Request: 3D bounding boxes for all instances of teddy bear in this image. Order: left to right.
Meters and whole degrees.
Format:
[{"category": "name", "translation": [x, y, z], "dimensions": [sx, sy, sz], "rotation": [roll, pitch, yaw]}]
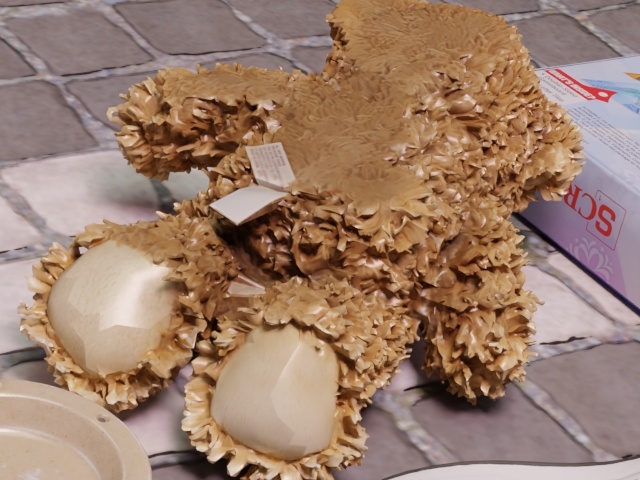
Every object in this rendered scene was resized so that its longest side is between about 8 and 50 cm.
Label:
[{"category": "teddy bear", "translation": [0.000, 0.000, 0.929], "dimensions": [0.245, 0.113, 0.338], "rotation": [9, 37, 7]}]

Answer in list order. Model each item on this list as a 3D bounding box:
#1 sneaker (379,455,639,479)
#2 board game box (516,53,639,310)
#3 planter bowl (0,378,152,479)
[{"category": "sneaker", "translation": [0.102, 0.141, 0.610], "dimensions": [0.295, 0.124, 0.178], "rotation": [-19, 27, 33]}, {"category": "board game box", "translation": [0.299, -0.013, 1.079], "dimensions": [0.318, 0.066, 0.319], "rotation": [-11, 37, -34]}, {"category": "planter bowl", "translation": [-0.114, 0.118, 0.662], "dimensions": [0.162, 0.109, 0.162], "rotation": [9, 30, -5]}]
